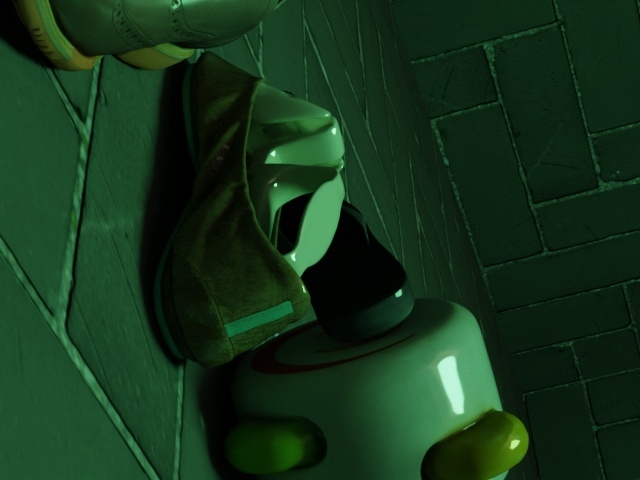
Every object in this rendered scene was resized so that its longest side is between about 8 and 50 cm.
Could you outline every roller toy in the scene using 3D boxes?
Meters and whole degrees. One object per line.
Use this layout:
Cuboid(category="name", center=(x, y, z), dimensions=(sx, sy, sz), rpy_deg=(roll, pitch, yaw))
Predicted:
Cuboid(category="roller toy", center=(0.042, 0.137, 1.055), dimensions=(0.191, 0.209, 0.146), rpy_deg=(-83, 157, -79))

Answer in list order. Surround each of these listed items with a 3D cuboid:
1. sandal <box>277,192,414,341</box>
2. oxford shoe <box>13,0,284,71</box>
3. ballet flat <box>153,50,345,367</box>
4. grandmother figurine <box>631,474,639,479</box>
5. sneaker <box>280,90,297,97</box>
Cuboid(category="sandal", center=(0.001, 0.000, 1.108), dimensions=(0.254, 0.097, 0.054), rpy_deg=(36, -29, 61))
Cuboid(category="oxford shoe", center=(-0.103, -0.184, 0.898), dimensions=(0.364, 0.133, 0.130), rpy_deg=(-36, 112, -78))
Cuboid(category="ballet flat", center=(-0.044, -0.042, 1.048), dimensions=(0.342, 0.124, 0.116), rpy_deg=(-89, 163, -56))
Cuboid(category="grandmother figurine", center=(0.215, 0.282, 1.366), dimensions=(0.208, 0.342, 0.104), rpy_deg=(18, 58, -78))
Cuboid(category="sneaker", center=(-0.021, -0.041, 1.283), dimensions=(0.081, 0.080, 0.211), rpy_deg=(61, 19, -47))
